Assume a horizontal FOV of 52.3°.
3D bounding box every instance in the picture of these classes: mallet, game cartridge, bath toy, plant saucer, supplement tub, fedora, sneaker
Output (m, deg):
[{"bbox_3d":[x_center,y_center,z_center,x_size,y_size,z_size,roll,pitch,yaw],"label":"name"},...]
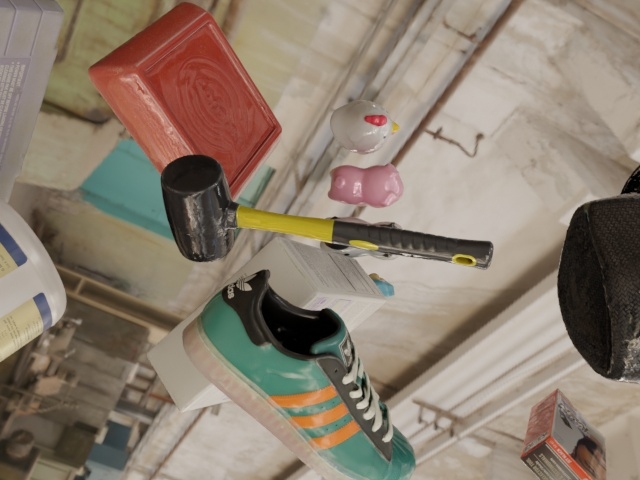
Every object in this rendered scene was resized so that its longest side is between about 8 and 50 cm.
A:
[{"bbox_3d":[0.000,0.000,0.379,0.062,0.190,0.039,100,5,-49],"label":"mallet"},{"bbox_3d":[-0.500,-0.178,0.893,0.230,0.068,0.355,-26,155,-55],"label":"game cartridge"},{"bbox_3d":[0.085,-0.078,1.155,0.129,0.151,0.348,-177,-90,-67],"label":"bath toy"},{"bbox_3d":[-0.156,-0.183,0.901,0.048,0.258,0.259,-17,-151,32],"label":"plant saucer"},{"bbox_3d":[-0.523,0.095,0.837,0.316,0.228,0.228,-39,174,-36],"label":"supplement tub"},{"bbox_3d":[0.400,0.057,0.819,0.334,0.153,0.334,176,-90,-82],"label":"fedora"},{"bbox_3d":[0.007,0.151,0.681,0.121,0.302,0.108,-44,-163,19],"label":"sneaker"}]

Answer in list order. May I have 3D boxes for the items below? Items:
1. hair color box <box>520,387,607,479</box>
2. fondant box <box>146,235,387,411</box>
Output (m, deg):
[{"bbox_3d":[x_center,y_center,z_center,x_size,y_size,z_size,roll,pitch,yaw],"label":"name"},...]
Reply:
[{"bbox_3d":[0.313,0.264,0.832,0.053,0.093,0.167,-46,170,23],"label":"hair color box"},{"bbox_3d":[-0.057,0.122,0.945,0.238,0.096,0.330,-41,161,11],"label":"fondant box"}]
